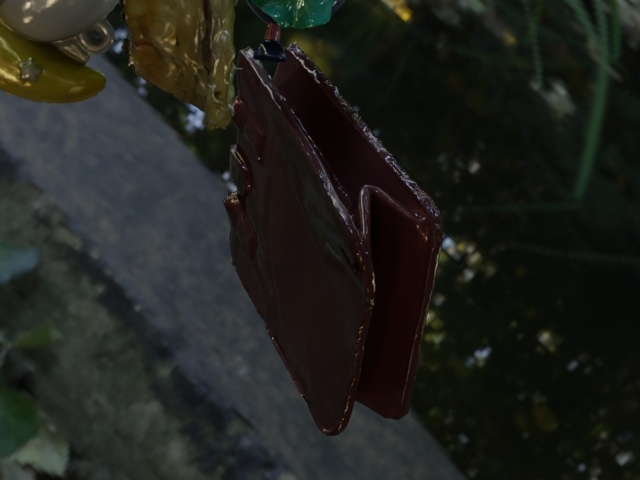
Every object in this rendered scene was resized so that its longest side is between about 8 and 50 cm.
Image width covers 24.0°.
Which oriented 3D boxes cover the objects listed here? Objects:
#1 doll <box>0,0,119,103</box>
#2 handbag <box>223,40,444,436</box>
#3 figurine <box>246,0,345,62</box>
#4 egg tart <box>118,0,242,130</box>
[{"bbox_3d":[-0.247,-0.234,1.332,0.237,0.252,0.111,53,11,-11],"label":"doll"},{"bbox_3d":[-0.001,0.001,1.306,0.084,0.260,0.275,-15,48,-21],"label":"handbag"},{"bbox_3d":[-0.012,-0.229,1.253,0.111,0.102,0.195,63,24,-17],"label":"figurine"},{"bbox_3d":[-0.097,-0.178,1.060,0.090,0.212,0.212,-5,34,-2],"label":"egg tart"}]
